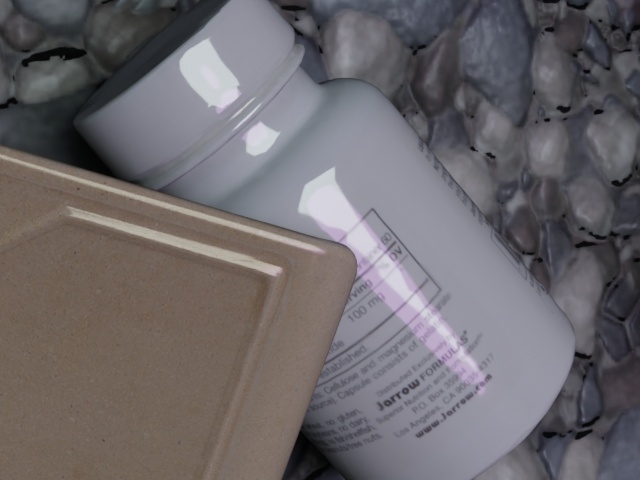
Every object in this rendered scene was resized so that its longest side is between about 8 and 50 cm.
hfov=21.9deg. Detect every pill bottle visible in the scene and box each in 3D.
[{"bbox_3d":[0.000,0.000,0.755,0.131,0.131,0.229,-47,106,-23],"label":"pill bottle"}]

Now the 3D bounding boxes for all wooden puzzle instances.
[{"bbox_3d":[-0.127,0.070,0.679,0.239,0.044,0.221,15,107,-16],"label":"wooden puzzle"}]
